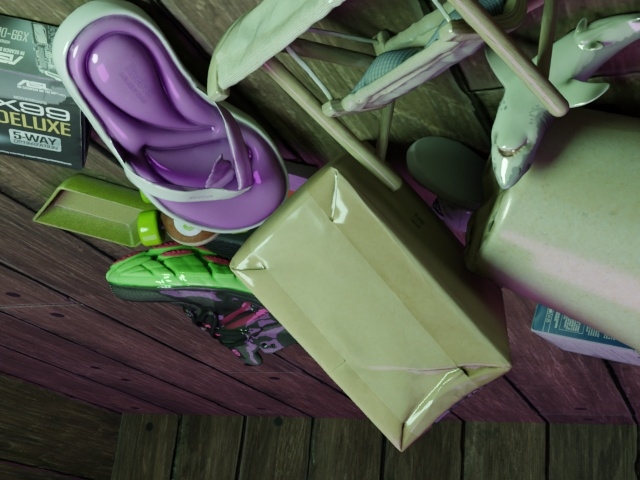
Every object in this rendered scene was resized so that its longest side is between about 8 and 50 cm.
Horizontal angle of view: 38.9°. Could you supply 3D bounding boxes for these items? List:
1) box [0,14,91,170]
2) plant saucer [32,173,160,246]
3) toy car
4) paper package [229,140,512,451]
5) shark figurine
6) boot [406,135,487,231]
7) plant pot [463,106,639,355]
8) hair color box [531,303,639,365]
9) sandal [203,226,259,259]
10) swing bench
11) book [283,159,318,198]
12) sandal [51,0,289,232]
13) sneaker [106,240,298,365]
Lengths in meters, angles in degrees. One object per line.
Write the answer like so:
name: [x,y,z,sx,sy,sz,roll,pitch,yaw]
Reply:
box: [-0.441,-0.196,1.125,0.308,0.076,0.242,10,159,-11]
plant saucer: [-0.366,-0.054,1.521,0.188,0.045,0.188,16,157,-26]
toy car: [-0.191,-0.096,1.256,0.155,0.148,0.188,-8,146,3]
paper package: [0.078,0.047,1.119,0.168,0.309,0.325,-42,-178,14]
shark figurine: [0.292,-0.178,0.958,0.278,0.166,0.116,-29,153,18]
boot: [0.194,-0.062,1.276,0.258,0.095,0.123,18,149,-32]
plant pot: [0.350,-0.021,1.090,0.306,0.333,0.334,17,159,0]
hair color box: [0.583,0.167,1.642,0.347,0.105,0.174,10,168,39]
sandal: [-0.002,-0.001,1.515,0.446,0.107,0.167,12,164,21]
swing bench: [0.066,-0.198,0.874,0.255,0.165,0.253,25,153,-29]
book: [-0.068,-0.082,1.388,0.096,0.035,0.144,14,158,-11]
sandal: [-0.165,-0.112,1.092,0.169,0.102,0.416,-43,138,3]
sneaker: [-0.161,0.131,1.685,0.483,0.202,0.185,13,-166,-14]
